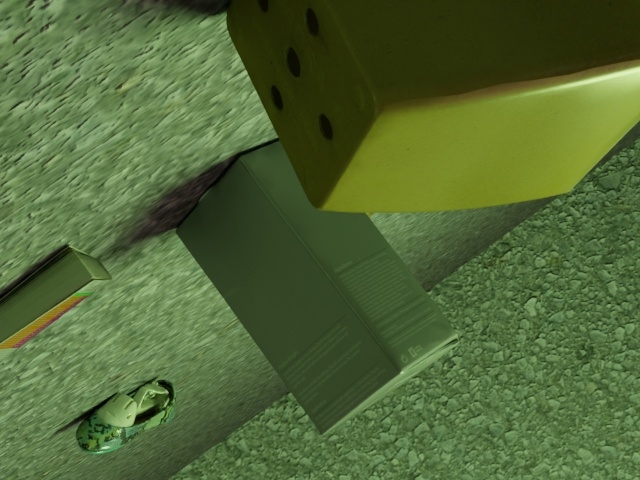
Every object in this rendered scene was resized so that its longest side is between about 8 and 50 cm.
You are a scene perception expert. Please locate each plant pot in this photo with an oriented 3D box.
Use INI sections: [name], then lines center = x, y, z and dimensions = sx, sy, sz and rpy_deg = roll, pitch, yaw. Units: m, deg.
[plant pot]
center = 0.064, -0.131, 0.819
dimensions = 0.187, 0.212, 0.212
rpy_deg = -20, 164, -21

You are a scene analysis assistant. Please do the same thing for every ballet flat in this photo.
[ballet flat]
center = -0.250, 0.222, 1.781
dimensions = 0.070, 0.070, 0.188
rpy_deg = -42, 171, 25

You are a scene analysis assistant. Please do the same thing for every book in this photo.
[book]
center = -0.241, 0.064, 1.112
dimensions = 0.144, 0.035, 0.096
rpy_deg = -37, 174, -1

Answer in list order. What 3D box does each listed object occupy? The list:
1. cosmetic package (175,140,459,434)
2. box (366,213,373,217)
[cosmetic package]
center = -0.007, 0.037, 1.218
dimensions = 0.107, 0.238, 0.127
rpy_deg = -23, 166, -48
[box]
center = 0.000, 0.000, 1.710
dimensions = 0.164, 0.021, 0.201
rpy_deg = -30, 169, -37
